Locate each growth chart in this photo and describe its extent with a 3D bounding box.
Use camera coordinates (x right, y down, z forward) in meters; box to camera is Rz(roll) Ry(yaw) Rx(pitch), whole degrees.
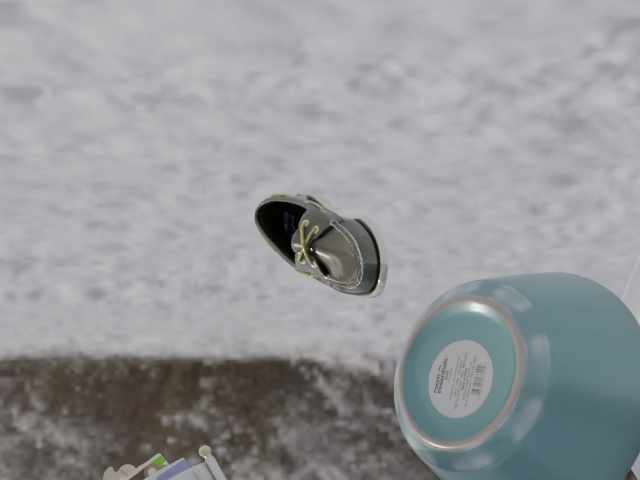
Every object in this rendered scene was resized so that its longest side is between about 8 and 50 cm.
[{"bbox_3d":[-0.218,0.357,1.819,0.237,0.172,0.021,-23,154,-8],"label":"growth chart"}]

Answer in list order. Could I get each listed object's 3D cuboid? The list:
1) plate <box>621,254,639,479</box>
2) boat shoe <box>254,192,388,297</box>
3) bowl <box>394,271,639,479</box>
[{"bbox_3d":[0.458,0.168,1.874,0.045,0.278,0.277,8,-154,-17],"label":"plate"},{"bbox_3d":[-0.001,0.004,1.937,0.091,0.109,0.305,4,-165,-24],"label":"boat shoe"},{"bbox_3d":[0.207,0.166,1.632,0.311,0.311,0.163,-11,156,41],"label":"bowl"}]
